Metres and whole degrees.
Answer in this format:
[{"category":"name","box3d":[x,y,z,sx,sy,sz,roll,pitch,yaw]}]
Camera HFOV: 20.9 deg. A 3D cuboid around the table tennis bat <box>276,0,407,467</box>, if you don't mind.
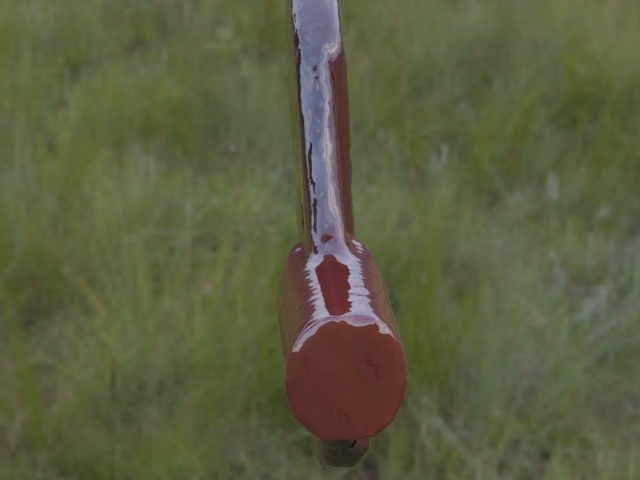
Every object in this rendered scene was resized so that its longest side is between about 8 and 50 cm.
[{"category":"table tennis bat","box3d":[0.000,0.000,0.663,0.038,0.200,0.310,-5,16,-2]}]
